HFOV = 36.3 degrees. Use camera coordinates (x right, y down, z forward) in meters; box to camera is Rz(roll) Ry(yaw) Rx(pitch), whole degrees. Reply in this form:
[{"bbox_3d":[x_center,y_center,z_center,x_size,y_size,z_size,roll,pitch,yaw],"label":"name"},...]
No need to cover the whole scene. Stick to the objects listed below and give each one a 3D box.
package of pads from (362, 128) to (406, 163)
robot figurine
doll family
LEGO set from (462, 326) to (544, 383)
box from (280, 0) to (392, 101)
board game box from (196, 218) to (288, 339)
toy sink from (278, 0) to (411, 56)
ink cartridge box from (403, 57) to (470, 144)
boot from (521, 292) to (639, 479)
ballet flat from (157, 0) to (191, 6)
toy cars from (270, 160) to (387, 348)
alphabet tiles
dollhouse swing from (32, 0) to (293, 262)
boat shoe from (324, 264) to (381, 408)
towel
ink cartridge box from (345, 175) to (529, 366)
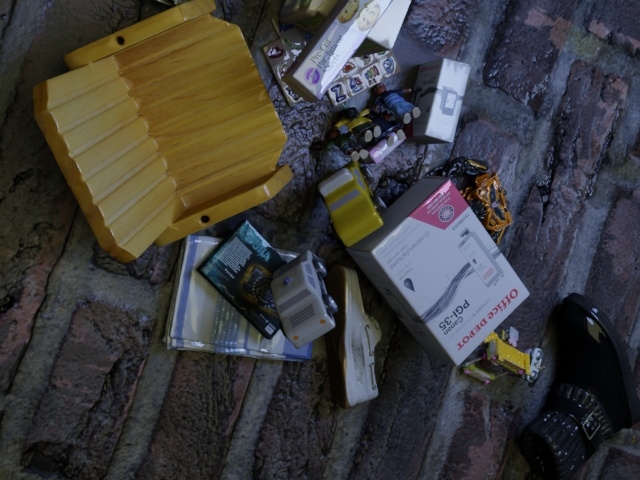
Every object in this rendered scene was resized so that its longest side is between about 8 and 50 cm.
[{"bbox_3d":[0.118,-0.178,1.843,0.083,0.050,0.032,-42,108,-14],"label":"package of pads"},{"bbox_3d":[0.250,-0.036,1.891,0.291,0.085,0.211,-26,105,-19],"label":"robot figurine"},{"bbox_3d":[0.092,-0.225,1.808,0.193,0.111,0.076,-24,132,-22],"label":"doll family"},{"bbox_3d":[0.318,0.194,1.950,0.287,0.107,0.132,45,42,-15],"label":"LEGO set"},{"bbox_3d":[0.058,-0.375,1.623,0.067,0.063,0.324,40,80,-19],"label":"box"},{"bbox_3d":[-0.115,0.070,1.746,0.186,0.026,0.126,47,72,-19],"label":"board game box"},{"bbox_3d":[0.017,-0.428,1.718,0.234,0.153,0.131,24,85,-23],"label":"toy sink"},{"bbox_3d":[0.218,-0.262,1.846,0.063,0.109,0.150,14,89,-19],"label":"ink cartridge box"},{"bbox_3d":[0.507,0.309,1.999,0.260,0.131,0.347,-30,106,-18],"label":"boot"},{"bbox_3d":[-0.298,-0.460,1.635,0.241,0.091,0.077,35,103,-17],"label":"ballet flat"},{"bbox_3d":[0.000,0.000,1.689,0.087,0.177,0.393,47,57,-36],"label":"toy cars"},{"bbox_3d":[0.015,-0.353,1.810,0.237,0.009,0.198,-30,105,-17],"label":"alphabet tiles"},{"bbox_3d":[-0.231,-0.177,1.543,0.315,0.305,0.346,-23,103,1],"label":"dollhouse swing"},{"bbox_3d":[0.066,0.174,1.829,0.096,0.098,0.277,-9,107,-22],"label":"boat shoe"},{"bbox_3d":[-0.134,0.109,1.772,0.285,0.034,0.209,10,88,-25],"label":"towel"},{"bbox_3d":[0.217,0.055,1.776,0.207,0.117,0.283,-43,109,-13],"label":"ink cartridge box"}]
